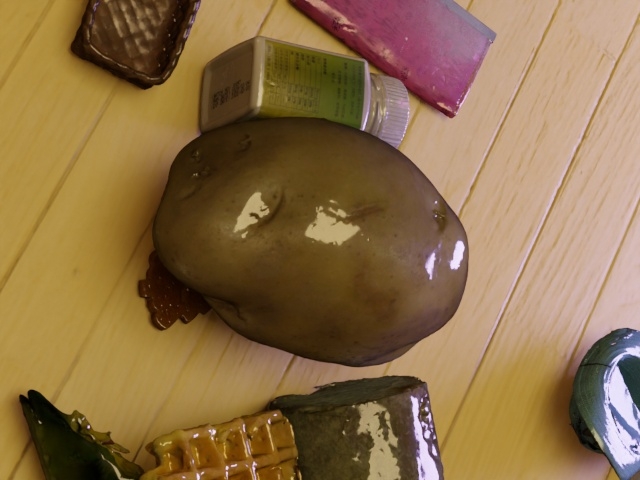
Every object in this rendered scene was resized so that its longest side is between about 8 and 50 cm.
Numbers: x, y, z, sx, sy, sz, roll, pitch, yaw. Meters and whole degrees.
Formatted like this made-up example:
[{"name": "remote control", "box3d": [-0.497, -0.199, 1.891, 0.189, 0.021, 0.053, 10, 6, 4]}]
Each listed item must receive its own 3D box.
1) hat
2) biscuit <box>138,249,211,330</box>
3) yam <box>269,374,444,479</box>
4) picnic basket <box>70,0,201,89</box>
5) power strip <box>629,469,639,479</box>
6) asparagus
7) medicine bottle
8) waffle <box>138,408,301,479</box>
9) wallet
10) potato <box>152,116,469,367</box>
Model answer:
[{"name": "hat", "box3d": [0.321, 0.184, 1.997, 0.191, 0.078, 0.138, -47, 113, -45]}, {"name": "biscuit", "box3d": [-0.138, 0.048, 1.802, 0.092, 0.016, 0.082, -1, 77, -30]}, {"name": "yam", "box3d": [0.051, 0.287, 1.785, 0.168, 0.168, 0.304, -9, 84, -29]}, {"name": "picnic basket", "box3d": [-0.177, -0.249, 1.809, 0.110, 0.055, 0.193, 26, 71, -21]}, {"name": "power strip", "box3d": [0.383, 0.290, 2.032, 0.081, 0.035, 0.192, 40, 66, -18]}, {"name": "asparagus", "box3d": [-0.171, 0.307, 1.685, 0.108, 0.128, 0.382, -16, 88, -70]}, {"name": "medicine bottle", "box3d": [-0.011, -0.140, 1.835, 0.188, 0.132, 0.088, 9, 76, -27]}, {"name": "waffle", "box3d": [-0.094, 0.245, 1.660, 0.211, 0.055, 0.160, -3, 78, -52]}, {"name": "wallet", "box3d": [0.080, -0.242, 1.963, 0.232, 0.025, 0.119, 35, 67, -19]}, {"name": "potato", "box3d": [0.000, 0.000, 1.753, 0.326, 0.243, 0.221, 23, 57, -23]}]
